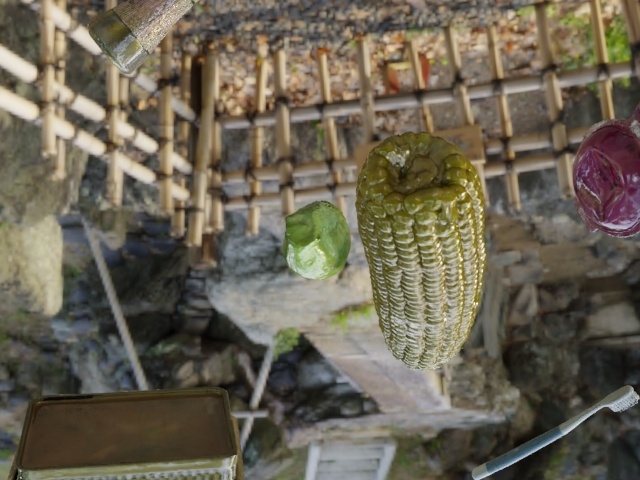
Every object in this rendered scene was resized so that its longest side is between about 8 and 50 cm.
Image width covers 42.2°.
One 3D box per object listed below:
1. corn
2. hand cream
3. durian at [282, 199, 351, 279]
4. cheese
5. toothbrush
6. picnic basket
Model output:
[{"bbox_3d":[0.112,0.027,0.898,0.131,0.131,0.344,-4,145,6],"label":"corn"},{"bbox_3d":[-0.211,-0.313,1.111,0.203,0.084,0.084,-39,160,-1],"label":"hand cream"},{"bbox_3d":[0.000,0.000,1.468,0.101,0.139,0.250,17,-176,20],"label":"durian"},{"bbox_3d":[0.382,-0.098,1.025,0.062,0.155,0.244,-11,149,-22],"label":"cheese"},{"bbox_3d":[0.319,0.272,1.146,0.025,0.019,0.276,41,122,-15],"label":"toothbrush"},{"bbox_3d":[-0.225,0.276,0.977,0.267,0.139,0.165,-1,-159,-13],"label":"picnic basket"}]
